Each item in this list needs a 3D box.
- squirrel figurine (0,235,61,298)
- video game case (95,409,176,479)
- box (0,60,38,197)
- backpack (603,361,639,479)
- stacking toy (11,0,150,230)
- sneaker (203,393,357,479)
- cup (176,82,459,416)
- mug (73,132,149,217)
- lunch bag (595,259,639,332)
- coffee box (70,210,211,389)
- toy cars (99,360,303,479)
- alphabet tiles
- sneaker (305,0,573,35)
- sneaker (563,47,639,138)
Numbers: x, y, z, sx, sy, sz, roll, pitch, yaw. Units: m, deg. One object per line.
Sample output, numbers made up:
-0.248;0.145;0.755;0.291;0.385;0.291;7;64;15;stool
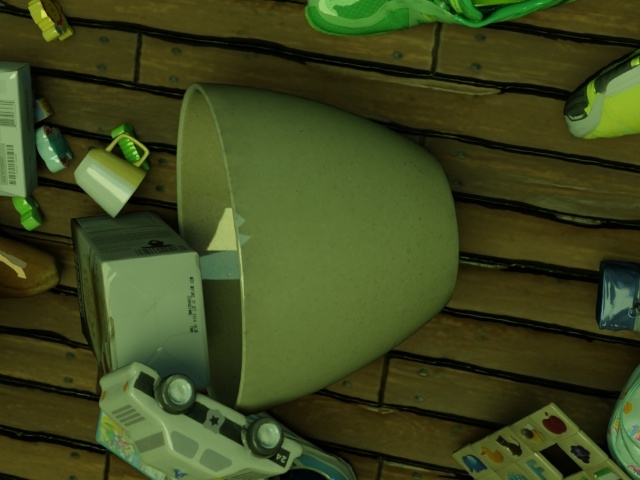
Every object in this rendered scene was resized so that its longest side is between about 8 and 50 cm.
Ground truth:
-0.537;0.107;1.362;0.397;0.370;0.281;-13;132;26;squirrel figurine
-0.183;0.227;1.484;0.166;0.015;0.119;30;126;20;video game case
-0.405;-0.127;1.420;0.186;0.038;0.145;5;113;10;box
0.363;0.166;1.302;0.152;0.115;0.182;38;78;23;backpack
-0.315;-0.136;1.444;0.167;0.052;0.221;-27;97;17;stacking toy
-0.069;0.245;1.469;0.237;0.086;0.085;25;109;6;sneaker
0.000;0.000;1.300;0.237;0.331;0.331;-6;104;-14;cup
-0.228;-0.073;1.415;0.064;0.078;0.062;36;146;-9;mug
0.319;0.058;1.334;0.065;0.098;0.067;4;99;8;lunch bag
-0.192;0.059;1.357;0.098;0.246;0.141;-7;102;-16;coffee box
-0.089;0.242;1.271;0.177;0.393;0.087;7;61;24;toy cars
0.248;0.274;1.375;0.198;0.009;0.237;44;146;-2;alphabet tiles
0.122;-0.263;1.283;0.296;0.123;0.109;-7;102;14;sneaker
0.426;-0.147;1.239;0.385;0.145;0.147;-15;100;16;sneaker
